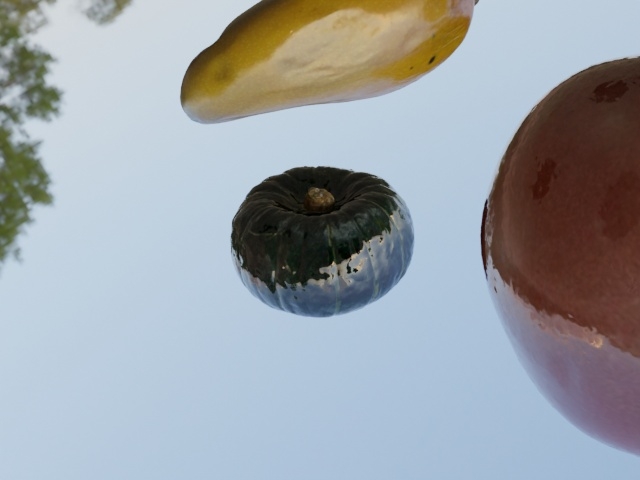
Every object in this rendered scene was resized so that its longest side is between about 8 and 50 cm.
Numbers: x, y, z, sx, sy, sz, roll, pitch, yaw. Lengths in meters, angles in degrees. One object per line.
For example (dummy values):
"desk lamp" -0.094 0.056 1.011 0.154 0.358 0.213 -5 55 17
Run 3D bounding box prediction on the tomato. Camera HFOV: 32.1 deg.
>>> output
"tomato" 0.277 0.014 0.834 0.321 0.321 0.321 -22 -156 10

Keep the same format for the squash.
"squash" 0.000 0.000 1.507 0.252 0.165 0.252 -1 -157 0

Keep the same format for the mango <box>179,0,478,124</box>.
"mango" 0.010 -0.117 0.640 0.190 0.075 0.098 -18 162 -20
